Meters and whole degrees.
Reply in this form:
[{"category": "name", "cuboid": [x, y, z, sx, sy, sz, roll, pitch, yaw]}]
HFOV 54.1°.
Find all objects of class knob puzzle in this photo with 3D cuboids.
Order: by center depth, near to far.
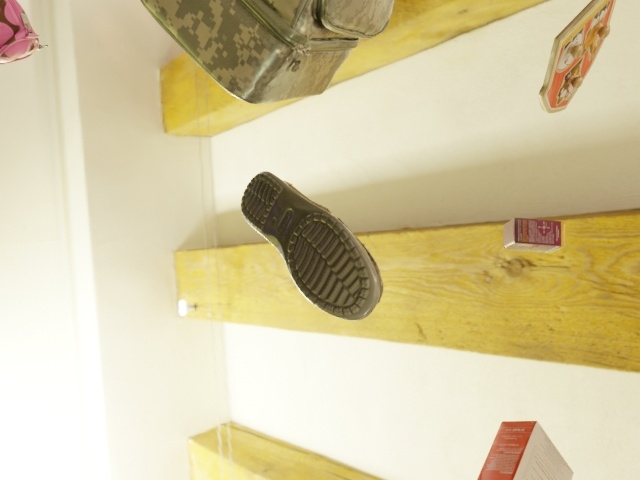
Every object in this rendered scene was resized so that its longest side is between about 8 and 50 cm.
[{"category": "knob puzzle", "cuboid": [0.397, -0.271, 0.957, 0.030, 0.213, 0.213, 34, -58, 27]}]

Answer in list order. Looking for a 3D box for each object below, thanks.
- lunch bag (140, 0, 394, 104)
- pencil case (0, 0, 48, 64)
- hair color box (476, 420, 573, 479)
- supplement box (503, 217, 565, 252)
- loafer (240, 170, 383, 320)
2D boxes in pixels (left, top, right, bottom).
[{"category": "lunch bag", "cuboid": [-0.029, -0.322, 0.744, 0.212, 0.305, 0.256, 44, -65, 5]}, {"category": "pencil case", "cuboid": [-0.582, -0.423, 1.111, 0.098, 0.095, 0.209, -28, -85, 38]}, {"category": "hair color box", "cuboid": [0.219, 0.297, 0.703, 0.053, 0.167, 0.093, -21, -69, 47]}, {"category": "supplement box", "cuboid": [0.345, -0.008, 1.012, 0.055, 0.083, 0.043, 109, -14, -78]}, {"category": "loafer", "cuboid": [0.000, 0.000, 0.753, 0.094, 0.087, 0.251, -55, -129, 17]}]
